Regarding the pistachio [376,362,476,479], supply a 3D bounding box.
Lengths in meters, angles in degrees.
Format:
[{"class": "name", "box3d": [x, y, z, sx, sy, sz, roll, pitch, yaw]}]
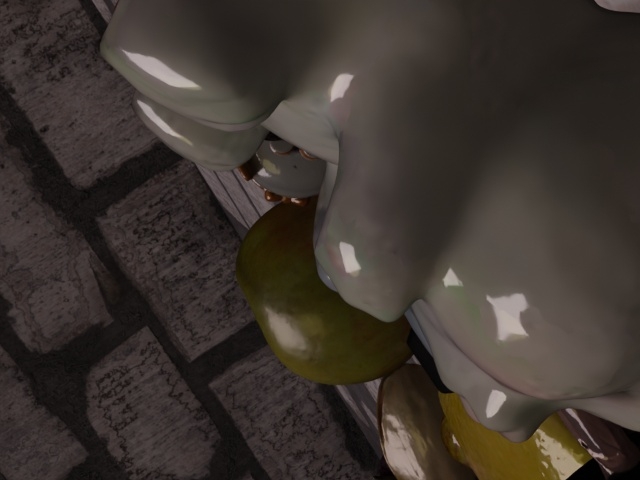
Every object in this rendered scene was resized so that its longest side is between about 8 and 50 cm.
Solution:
[{"class": "pistachio", "box3d": [0.153, 0.280, 1.577, 0.215, 0.144, 0.144, 63, 172, 2]}]

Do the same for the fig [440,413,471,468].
[{"class": "fig", "box3d": [0.177, 0.210, 1.350, 0.166, 0.093, 0.093, 59, 171, -30]}]

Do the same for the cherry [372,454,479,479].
[{"class": "cherry", "box3d": [0.184, 0.411, 1.805, 0.195, 0.195, 0.195, 54, 171, 12]}]

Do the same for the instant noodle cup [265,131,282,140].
[{"class": "instant noodle cup", "box3d": [-0.029, -0.176, 0.973, 0.136, 0.127, 0.127, 62, 173, 12]}]

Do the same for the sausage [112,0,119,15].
[{"class": "sausage", "box3d": [-0.218, -0.294, 1.517, 0.133, 0.133, 0.258, 61, 173, -29]}]

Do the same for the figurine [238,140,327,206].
[{"class": "figurine", "box3d": [-0.025, -0.101, 1.170, 0.143, 0.143, 0.271, 55, 170, 5]}]

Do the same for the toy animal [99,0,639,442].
[{"class": "toy animal", "box3d": [0.112, -0.044, 0.422, 0.367, 0.241, 0.196, 42, 179, 0]}]

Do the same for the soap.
[{"class": "soap", "box3d": [0.231, 0.244, 1.086, 0.306, 0.115, 0.427, 58, 172, 3]}]

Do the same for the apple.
[{"class": "apple", "box3d": [0.013, 0.065, 1.363, 0.261, 0.194, 0.261, 59, 178, 3]}]

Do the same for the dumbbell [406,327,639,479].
[{"class": "dumbbell", "box3d": [0.176, 0.109, 0.746, 0.218, 0.152, 0.152, 56, 172, 2]}]
